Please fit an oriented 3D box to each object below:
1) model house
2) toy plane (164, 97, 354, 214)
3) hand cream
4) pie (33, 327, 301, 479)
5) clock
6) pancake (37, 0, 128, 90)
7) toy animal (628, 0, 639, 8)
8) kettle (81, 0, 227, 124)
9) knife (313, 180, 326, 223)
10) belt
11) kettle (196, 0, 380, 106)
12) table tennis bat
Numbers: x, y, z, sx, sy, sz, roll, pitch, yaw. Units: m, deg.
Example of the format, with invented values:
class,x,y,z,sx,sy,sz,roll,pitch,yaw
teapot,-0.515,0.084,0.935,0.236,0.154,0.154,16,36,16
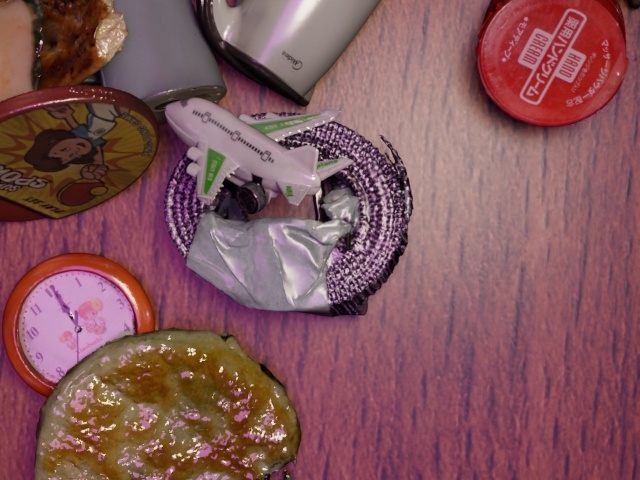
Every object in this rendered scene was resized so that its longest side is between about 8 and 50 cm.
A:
class,x,y,z,sx,sy,sz,roll,pitch,yaw
model house,-0.462,-0.234,1.674,0.166,0.172,0.183,-17,120,-38
toy plane,-0.095,-0.107,1.638,0.255,0.251,0.101,24,132,28
hand cream,0.299,-0.254,1.704,0.193,0.125,0.193,5,121,8
pie,-0.218,0.265,1.741,0.371,0.078,0.296,-24,105,-2
clock,-0.325,0.118,1.775,0.205,0.051,0.205,0,92,-2
pancake,-0.350,-0.301,1.695,0.266,0.057,0.244,11,105,36
toy animal,0.459,-0.406,1.696,0.344,0.303,0.194,18,87,29
kettle,-0.255,-0.276,1.747,0.210,0.160,0.243,-22,82,28
knife,0.000,0.000,1.795,0.023,0.010,0.170,-4,89,-1
belt,-0.043,-0.035,1.734,0.325,0.122,0.260,8,85,6
kettle,-0.043,-0.319,1.710,0.221,0.161,0.236,33,93,-32
table tennis bat,-0.392,-0.081,1.697,0.415,0.268,0.051,-28,62,23
